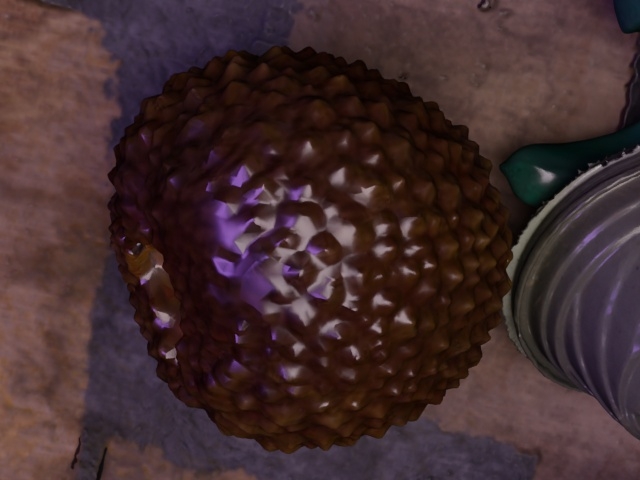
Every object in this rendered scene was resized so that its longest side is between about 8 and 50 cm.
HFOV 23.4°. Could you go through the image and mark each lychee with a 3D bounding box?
[{"bbox_3d":[0.000,0.000,1.006,0.267,0.267,0.268,-2,103,-7],"label":"lychee"}]

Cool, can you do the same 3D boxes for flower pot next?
[{"bbox_3d":[0.252,0.054,1.062,0.235,0.141,0.235,-9,132,-10],"label":"flower pot"}]

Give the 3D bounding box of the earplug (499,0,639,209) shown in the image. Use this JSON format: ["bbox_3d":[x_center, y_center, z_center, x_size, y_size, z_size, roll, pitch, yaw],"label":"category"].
[{"bbox_3d":[0.242,-0.168,1.064,0.257,0.164,0.280,-14,93,34],"label":"earplug"}]
